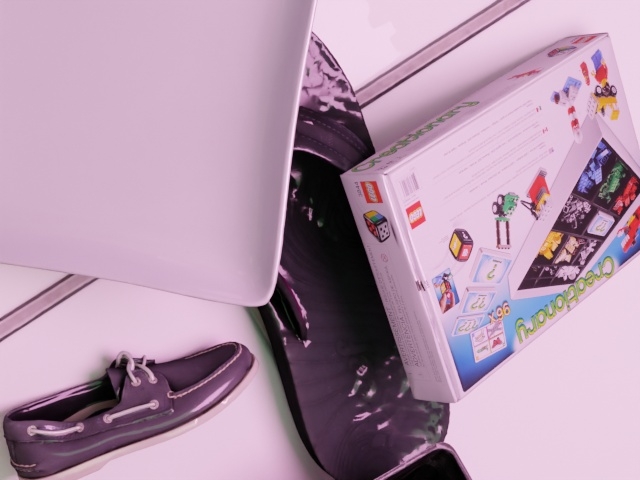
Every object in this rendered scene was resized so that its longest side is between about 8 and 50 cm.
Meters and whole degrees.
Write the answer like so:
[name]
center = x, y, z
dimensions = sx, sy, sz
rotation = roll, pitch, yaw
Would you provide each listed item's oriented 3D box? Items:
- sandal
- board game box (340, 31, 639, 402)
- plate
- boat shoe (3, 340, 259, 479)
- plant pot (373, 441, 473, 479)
[sandal]
center = 0.003, 0.000, 1.194
dimensions = 0.167, 0.107, 0.445
rotation = -31, 109, -16
[board game box]
center = 0.158, -0.026, 1.230
dimensions = 0.305, 0.053, 0.193
rotation = -32, 112, -39
[plate]
center = -0.148, -0.109, 1.095
dimensions = 0.277, 0.045, 0.278
rotation = 9, 96, 5
[boat shoe]
center = -0.146, 0.121, 1.169
dimensions = 0.206, 0.075, 0.065
rotation = -26, 111, -13
[plant pot]
center = 0.052, 0.296, 1.214
dimensions = 0.188, 0.167, 0.187
rotation = -27, 80, -17
